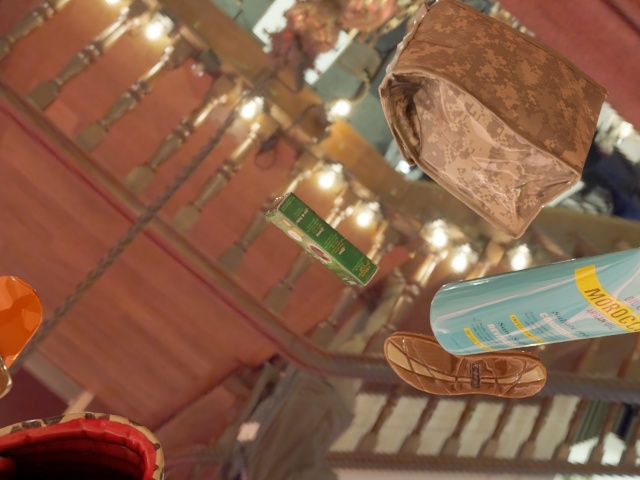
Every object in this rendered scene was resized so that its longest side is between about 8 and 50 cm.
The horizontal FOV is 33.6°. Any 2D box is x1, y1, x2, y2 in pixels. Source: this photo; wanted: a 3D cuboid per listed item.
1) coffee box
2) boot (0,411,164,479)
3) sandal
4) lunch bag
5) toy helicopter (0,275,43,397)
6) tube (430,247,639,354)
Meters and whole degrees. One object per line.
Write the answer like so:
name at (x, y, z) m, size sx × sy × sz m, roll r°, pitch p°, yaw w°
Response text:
coffee box at (0.000, 0.000, 1.663) m, size 0.184 × 0.040 × 0.113 m, roll 40°, pitch 169°, yaw -8°
boot at (-0.170, 0.158, 0.444) m, size 0.179 × 0.236 × 0.085 m, roll 99°, pitch 152°, yaw -48°
sandal at (0.161, 0.133, 1.179) m, size 0.180 × 0.049 × 0.072 m, roll 5°, pitch 120°, yaw 12°
lunch bag at (0.217, -0.182, 1.427) m, size 0.287 × 0.235 × 0.169 m, roll 36°, pitch 132°, yaw -5°
toy helicopter at (-0.331, 0.131, 0.726) m, size 0.355 × 0.235 × 0.140 m, roll -21°, pitch 98°, yaw 41°
tube at (0.157, 0.039, 0.680) m, size 0.080 × 0.052 × 0.207 m, roll 27°, pitch 155°, yaw -28°
